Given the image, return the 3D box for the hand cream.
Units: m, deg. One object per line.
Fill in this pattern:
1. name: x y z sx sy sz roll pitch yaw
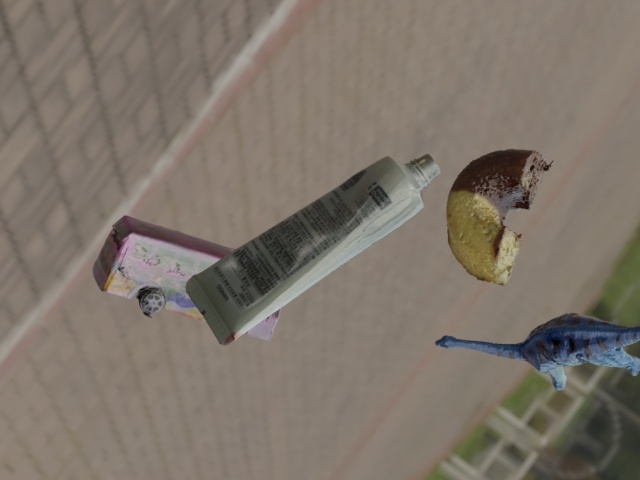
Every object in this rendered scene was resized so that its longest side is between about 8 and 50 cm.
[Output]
1. hand cream: 0.000 0.000 2.158 0.340 0.124 0.078 -34 138 -3

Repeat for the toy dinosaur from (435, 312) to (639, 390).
1. toy dinosaur: 0.313 0.126 2.188 0.144 0.329 0.076 30 60 -48

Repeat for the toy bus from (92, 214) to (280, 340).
1. toy bus: -0.181 0.057 2.546 0.112 0.274 0.090 -65 -154 16

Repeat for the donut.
1. donut: 0.255 -0.049 2.702 0.085 0.141 0.217 49 53 -58
